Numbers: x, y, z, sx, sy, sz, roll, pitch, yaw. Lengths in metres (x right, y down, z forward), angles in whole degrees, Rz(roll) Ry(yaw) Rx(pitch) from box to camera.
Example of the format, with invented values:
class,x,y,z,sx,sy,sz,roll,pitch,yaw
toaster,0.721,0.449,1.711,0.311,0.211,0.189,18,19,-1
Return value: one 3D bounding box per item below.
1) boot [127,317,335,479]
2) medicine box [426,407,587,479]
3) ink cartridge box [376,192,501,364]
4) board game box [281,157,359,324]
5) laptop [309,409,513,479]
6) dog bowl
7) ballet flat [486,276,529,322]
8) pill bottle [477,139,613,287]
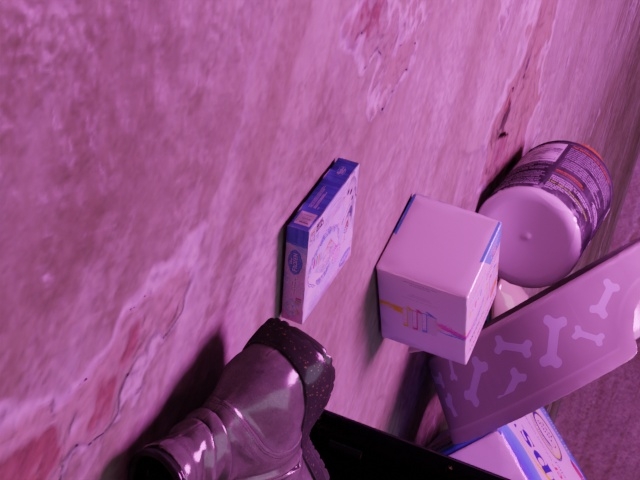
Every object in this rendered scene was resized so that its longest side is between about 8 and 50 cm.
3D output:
class,x,y,z,sx,sy,sz,roll,pitch,yaw
boot,-0.070,0.174,0.891,0.161,0.083,0.246,-42,149,-35
medicine box,0.245,0.345,1.643,0.149,0.263,0.289,-31,175,15
ink cartridge box,0.113,0.043,1.259,0.143,0.090,0.092,81,32,-56
board game box,0.000,0.000,0.979,0.090,0.020,0.090,-54,156,-46
laptop,0.161,0.357,1.247,0.236,0.382,0.408,-36,141,-64
dog bowl,0.277,0.105,1.528,0.349,0.102,0.349,-29,175,-3
ballet flat,0.279,0.129,1.895,0.248,0.086,0.086,81,32,-56
pill bottle,0.283,-0.045,1.632,0.246,0.130,0.130,-42,147,-58
